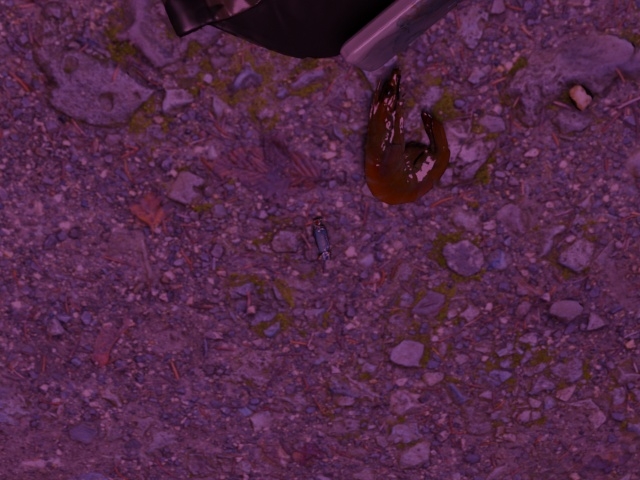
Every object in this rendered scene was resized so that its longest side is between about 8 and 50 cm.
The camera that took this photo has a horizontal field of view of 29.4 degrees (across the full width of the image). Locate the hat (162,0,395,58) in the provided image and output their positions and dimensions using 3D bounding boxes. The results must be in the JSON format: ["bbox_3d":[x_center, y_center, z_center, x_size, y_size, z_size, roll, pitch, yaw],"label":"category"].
[{"bbox_3d":[-0.043,-0.441,1.760,0.366,0.257,0.381,-37,159,35],"label":"hat"}]

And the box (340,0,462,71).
[{"bbox_3d":[0.159,-0.356,1.831,0.285,0.142,0.044,-37,77,16],"label":"box"}]

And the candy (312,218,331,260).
[{"bbox_3d":[-0.001,0.000,2.094,0.030,0.020,0.083,-15,121,-1],"label":"candy"}]

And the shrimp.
[{"bbox_3d":[0.136,-0.164,1.988,0.150,0.068,0.249,-19,128,-10],"label":"shrimp"}]
